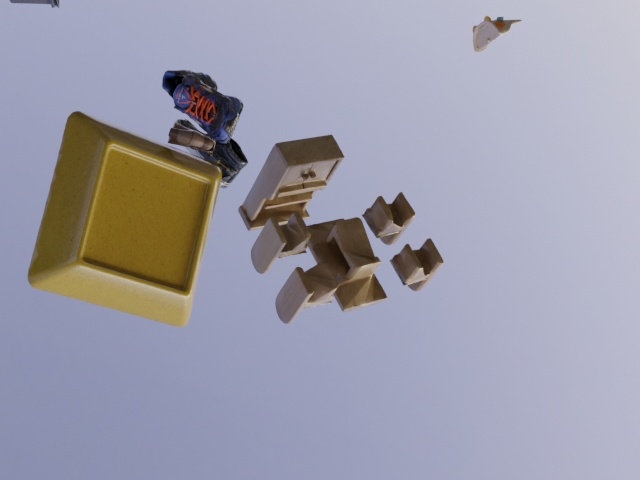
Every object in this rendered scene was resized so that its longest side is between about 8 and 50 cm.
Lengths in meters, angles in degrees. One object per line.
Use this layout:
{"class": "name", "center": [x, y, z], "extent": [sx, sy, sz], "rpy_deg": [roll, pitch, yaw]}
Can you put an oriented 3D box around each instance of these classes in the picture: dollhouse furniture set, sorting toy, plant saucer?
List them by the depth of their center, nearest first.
{"class": "sorting toy", "center": [0.321, -0.380, 1.907], "extent": [0.075, 0.083, 0.045], "rpy_deg": [-18, -96, -27]}
{"class": "plant saucer", "center": [-0.331, -0.036, 1.936], "extent": [0.333, 0.081, 0.332], "rpy_deg": [19, -104, -34]}
{"class": "dollhouse furniture set", "center": [0.000, 0.000, 2.399], "extent": [0.362, 0.256, 0.394], "rpy_deg": [-13, -117, -32]}

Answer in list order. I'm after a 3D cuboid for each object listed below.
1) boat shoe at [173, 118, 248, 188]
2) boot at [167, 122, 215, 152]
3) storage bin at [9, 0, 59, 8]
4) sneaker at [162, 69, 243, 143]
{"class": "boat shoe", "center": [-0.226, -0.201, 2.216], "extent": [0.183, 0.083, 0.065], "rpy_deg": [51, -160, 12]}
{"class": "boot", "center": [-0.240, -0.188, 1.986], "extent": [0.087, 0.042, 0.118], "rpy_deg": [19, -175, -7]}
{"class": "storage bin", "center": [-0.539, -0.501, 1.975], "extent": [0.091, 0.098, 0.135], "rpy_deg": [-4, -102, -8]}
{"class": "sneaker", "center": [-0.203, -0.227, 1.777], "extent": [0.087, 0.083, 0.221], "rpy_deg": [11, -162, -37]}
